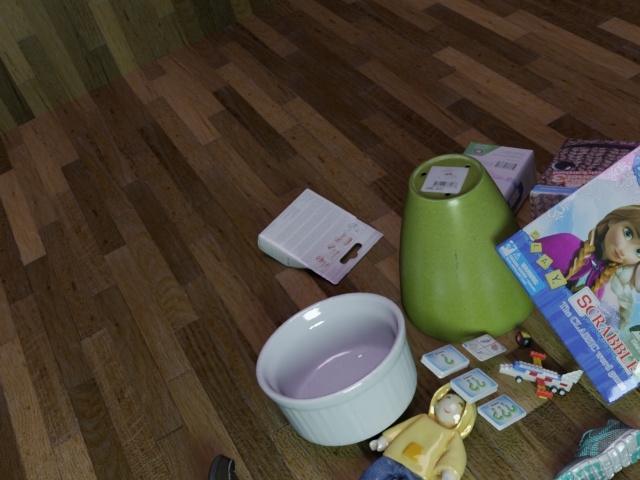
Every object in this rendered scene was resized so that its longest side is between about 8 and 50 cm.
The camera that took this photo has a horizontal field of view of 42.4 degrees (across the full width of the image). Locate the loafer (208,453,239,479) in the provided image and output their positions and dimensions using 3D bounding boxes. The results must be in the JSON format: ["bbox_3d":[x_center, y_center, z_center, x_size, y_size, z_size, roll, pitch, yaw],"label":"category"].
[{"bbox_3d":[-0.139,0.454,1.365,0.078,0.080,0.220,-9,45,-3],"label":"loafer"}]

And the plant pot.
[{"bbox_3d":[0.261,-0.007,1.549,0.274,0.294,0.275,-11,41,9],"label":"plant pot"}]

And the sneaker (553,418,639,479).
[{"bbox_3d":[0.428,0.337,1.291,0.166,0.065,0.076,-26,24,-13],"label":"sneaker"}]

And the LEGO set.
[{"bbox_3d":[0.318,0.211,1.404,0.244,0.060,0.182,-13,41,-40],"label":"LEGO set"}]

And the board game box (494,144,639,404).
[{"bbox_3d":[0.511,0.050,1.358,0.318,0.066,0.319,-37,75,12],"label":"board game box"}]

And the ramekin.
[{"bbox_3d":[0.037,0.230,1.460,0.277,0.135,0.277,-18,29,11],"label":"ramekin"}]

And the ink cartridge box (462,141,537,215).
[{"bbox_3d":[0.354,-0.108,1.785,0.154,0.093,0.212,13,48,34],"label":"ink cartridge box"}]

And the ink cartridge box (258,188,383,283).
[{"bbox_3d":[0.000,0.000,1.851,0.224,0.056,0.181,33,60,22],"label":"ink cartridge box"}]

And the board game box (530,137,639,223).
[{"bbox_3d":[0.551,-0.077,1.575,0.231,0.141,0.291,6,29,27],"label":"board game box"}]

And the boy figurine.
[{"bbox_3d":[0.166,0.348,1.344,0.285,0.092,0.177,-40,35,-19],"label":"boy figurine"}]
